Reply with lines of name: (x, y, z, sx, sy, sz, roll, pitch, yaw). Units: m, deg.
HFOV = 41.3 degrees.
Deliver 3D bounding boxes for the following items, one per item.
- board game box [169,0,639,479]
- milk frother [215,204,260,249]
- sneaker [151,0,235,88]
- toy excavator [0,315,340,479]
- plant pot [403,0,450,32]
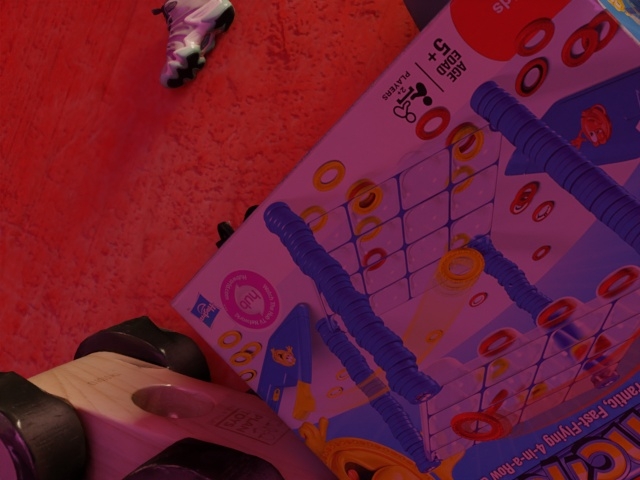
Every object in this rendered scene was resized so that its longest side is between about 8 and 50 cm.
board game box: (0.116, 0.043, 0.480, 0.302, 0.086, 0.308, 46, 122, 1)
milk frother: (0.000, 0.000, 0.683, 0.135, 0.129, 0.143, -15, 42, -26)
sneaker: (-0.130, -0.188, 0.768, 0.069, 0.038, 0.098, 33, 78, 16)
toy excavator: (-0.065, 0.322, 0.595, 0.433, 0.222, 0.445, 14, 103, 17)
plant pot: (0.165, -0.249, 0.602, 0.235, 0.293, 0.293, -23, 76, 21)
